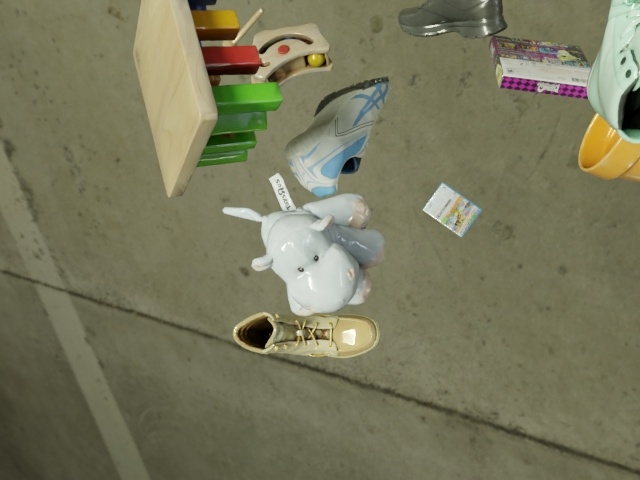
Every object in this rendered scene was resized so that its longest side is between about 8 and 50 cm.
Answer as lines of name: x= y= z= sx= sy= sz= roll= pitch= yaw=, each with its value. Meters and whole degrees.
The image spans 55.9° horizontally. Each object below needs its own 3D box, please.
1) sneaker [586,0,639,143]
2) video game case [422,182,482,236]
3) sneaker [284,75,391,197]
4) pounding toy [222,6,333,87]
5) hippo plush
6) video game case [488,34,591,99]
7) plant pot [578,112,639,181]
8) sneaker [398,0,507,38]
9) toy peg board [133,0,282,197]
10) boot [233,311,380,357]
sneaker: x=0.330 y=-0.218 z=0.566 sx=0.094 sy=0.151 sz=0.256 roll=6 pitch=125 yaw=7
video game case: x=0.458 y=-0.107 z=2.096 sx=0.166 sy=0.015 sz=0.119 roll=37 pitch=98 yaw=13
sneaker: x=0.032 y=-0.141 z=0.781 sx=0.085 sy=0.237 sz=0.086 roll=-7 pitch=123 yaw=38
pounding toy: x=-0.111 y=-0.463 z=1.479 sx=0.269 sy=0.154 sz=0.155 roll=-8 pitch=153 yaw=5
hippo plush: x=0.000 y=0.000 z=1.041 sx=0.294 sy=0.234 sz=0.236 roll=56 pitch=177 yaw=-3
video game case: x=0.541 y=-0.428 z=1.479 sx=0.232 sy=0.210 sz=0.042 roll=7 pitch=135 yaw=-1
plant pot: x=0.682 y=-0.202 z=1.257 sx=0.188 sy=0.205 sz=0.205 roll=24 pitch=133 yaw=0
sneaker: x=0.303 y=-0.545 z=1.404 sx=0.286 sy=0.109 sz=0.130 roll=16 pitch=129 yaw=40
toy peg board: x=-0.104 y=-0.145 z=0.539 sx=0.161 sy=0.079 sz=0.161 roll=-39 pitch=64 yaw=61
boot: x=-0.028 y=0.194 z=1.257 sx=0.262 sy=0.203 sz=0.095 roll=-4 pitch=78 yaw=31
